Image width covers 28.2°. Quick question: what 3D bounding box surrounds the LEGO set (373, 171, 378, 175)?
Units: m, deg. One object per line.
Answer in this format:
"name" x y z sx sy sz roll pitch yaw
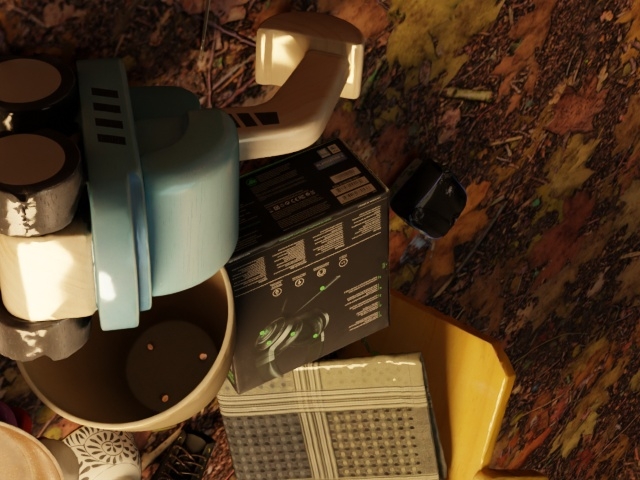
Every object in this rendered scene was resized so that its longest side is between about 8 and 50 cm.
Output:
"LEGO set" 0.000 0.000 1.822 0.182 0.060 0.244 -36 143 -29

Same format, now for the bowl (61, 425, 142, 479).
"bowl" -0.303 0.336 1.748 0.170 0.080 0.170 -31 142 -28

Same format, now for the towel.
"towel" 0.020 0.295 1.899 0.056 0.324 0.312 -75 158 -59

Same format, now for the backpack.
"backpack" 0.163 -0.065 1.928 0.105 0.084 0.114 -52 142 1

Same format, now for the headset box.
"headset box" -0.041 0.043 1.703 0.246 0.131 0.283 -24 138 -18

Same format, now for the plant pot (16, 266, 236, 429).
"plant pot" -0.207 0.125 1.552 0.256 0.256 0.274 -47 163 -8

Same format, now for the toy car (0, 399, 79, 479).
"toy car" -0.390 0.255 1.525 0.159 0.136 0.182 -22 154 18

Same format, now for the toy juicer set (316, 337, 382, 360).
"toy juicer set" 0.043 0.262 1.984 0.089 0.209 0.329 -54 157 -46

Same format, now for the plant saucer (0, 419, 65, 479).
"plant saucer" -0.431 0.297 1.372 0.310 0.050 0.311 -15 129 -19

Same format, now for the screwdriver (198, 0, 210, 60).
"screwdriver" -0.123 -0.277 1.447 0.025 0.024 0.170 -4 131 -13

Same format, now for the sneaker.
"sneaker" -0.208 0.338 1.814 0.222 0.083 0.118 -104 -141 -84

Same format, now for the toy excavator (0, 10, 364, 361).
"toy excavator" -0.140 -0.093 1.371 0.445 0.433 0.222 -3 130 -11

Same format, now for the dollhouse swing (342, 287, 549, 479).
"dollhouse swing" 0.205 0.269 2.070 0.315 0.347 0.305 14 99 -54
